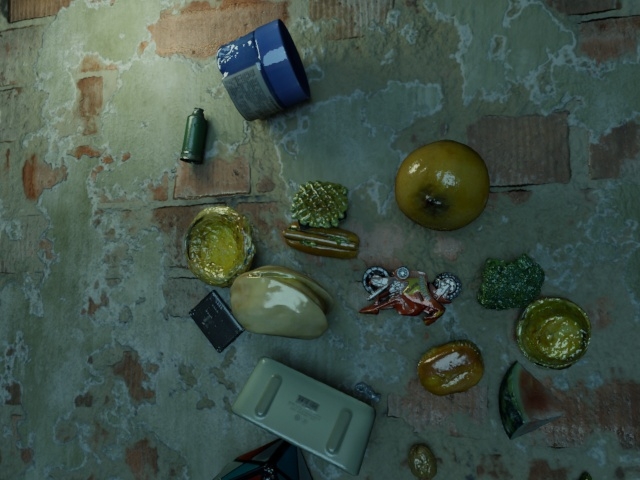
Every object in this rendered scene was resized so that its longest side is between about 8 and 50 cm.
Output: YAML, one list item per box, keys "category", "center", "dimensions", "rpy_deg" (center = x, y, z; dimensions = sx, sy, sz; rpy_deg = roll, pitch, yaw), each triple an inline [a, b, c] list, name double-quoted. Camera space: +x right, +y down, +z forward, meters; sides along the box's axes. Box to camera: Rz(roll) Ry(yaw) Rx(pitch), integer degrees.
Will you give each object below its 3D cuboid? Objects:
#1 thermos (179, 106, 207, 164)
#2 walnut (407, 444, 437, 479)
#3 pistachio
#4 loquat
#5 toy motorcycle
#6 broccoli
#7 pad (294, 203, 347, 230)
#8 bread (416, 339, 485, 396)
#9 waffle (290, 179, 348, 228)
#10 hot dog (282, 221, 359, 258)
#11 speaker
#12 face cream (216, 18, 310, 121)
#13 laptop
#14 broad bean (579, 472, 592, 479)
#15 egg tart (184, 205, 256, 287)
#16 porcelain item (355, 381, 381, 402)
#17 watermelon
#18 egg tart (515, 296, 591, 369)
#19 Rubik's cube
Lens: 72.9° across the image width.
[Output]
- category: "thermos"
  center: [-0.435, -0.364, 1.506]
  dimensions: [0.073, 0.083, 0.188]
  rpy_deg: [9, 87, -9]
- category: "walnut"
  center: [0.299, 0.653, 1.273]
  dimensions: [0.078, 0.082, 0.096]
  rpy_deg: [-21, 82, 39]
- category: "pistachio"
  center: [-0.121, 0.188, 1.321]
  dimensions: [0.320, 0.238, 0.229]
  rpy_deg: [16, 49, 6]
- category: "loquat"
  center: [0.340, -0.151, 1.226]
  dimensions: [0.262, 0.263, 0.263]
  rpy_deg: [-1, 86, 12]
- category: "toy motorcycle"
  center: [0.267, 0.164, 1.302]
  dimensions: [0.297, 0.089, 0.171]
  rpy_deg: [4, 88, 13]
- category: "broccoli"
  center: [0.531, 0.123, 1.224]
  dimensions: [0.195, 0.156, 0.196]
  rpy_deg: [-6, 117, -13]
- category: "pad"
  center: [0.000, -0.095, 1.390]
  dimensions: [0.157, 0.003, 0.112]
  rpy_deg: [-15, 61, 2]
- category: "bread"
  center: [0.378, 0.370, 1.259]
  dimensions: [0.190, 0.114, 0.132]
  rpy_deg: [-27, 84, 15]
- category: "waffle"
  center: [-0.003, -0.116, 1.379]
  dimensions: [0.183, 0.036, 0.169]
  rpy_deg: [8, 65, 15]
- category: "hot dog"
  center: [0.000, 0.000, 1.383]
  dimensions: [0.249, 0.068, 0.100]
  rpy_deg: [10, 88, 13]
- category: "speaker"
  center: [-0.043, 0.512, 1.290]
  dimensions: [0.405, 0.183, 0.184]
  rpy_deg: [22, 67, 12]
- category: "face cream"
  center: [-0.178, -0.527, 1.364]
  dimensions: [0.225, 0.249, 0.249]
  rpy_deg: [-18, 83, 12]
- category: "laptop"
  center: [-0.353, 0.274, 1.471]
  dimensions: [0.129, 0.016, 0.180]
  rpy_deg: [-43, 80, 8]
- category: "broad bean"
  center: [0.689, 0.729, 1.197]
  dimensions: [0.195, 0.046, 0.061]
  rpy_deg: [-45, 81, 8]
- category: "egg tart"
  center: [-0.316, 0.016, 1.432]
  dimensions: [0.290, 0.107, 0.291]
  rpy_deg: [-1, 87, 24]
- category: "porcelain item"
  center: [0.146, 0.468, 1.341]
  dimensions: [0.083, 0.028, 0.036]
  rpy_deg: [26, 95, 14]
- category: "watermelon"
  center: [0.580, 0.459, 1.241]
  dimensions: [0.202, 0.136, 0.208]
  rpy_deg: [23, 59, -23]
- category: "egg tart"
  center: [0.655, 0.262, 1.212]
  dimensions: [0.212, 0.090, 0.213]
  rpy_deg: [0, 91, 12]
- category: "Rubik's cube"
  center: [-0.165, 0.768, 1.280]
  dimensions: [0.249, 0.246, 0.249]
  rpy_deg: [-27, 82, 10]
